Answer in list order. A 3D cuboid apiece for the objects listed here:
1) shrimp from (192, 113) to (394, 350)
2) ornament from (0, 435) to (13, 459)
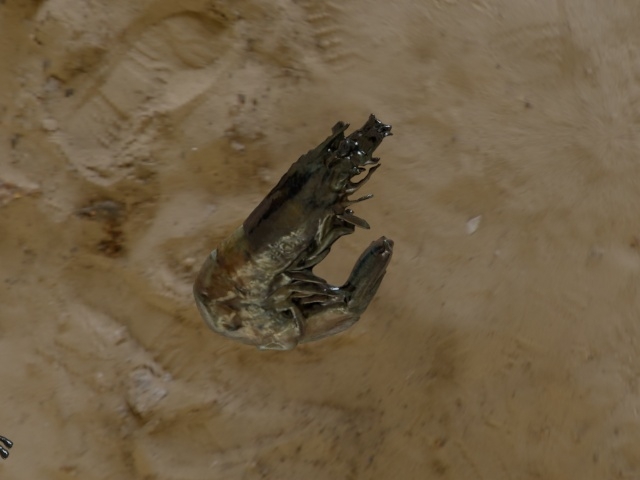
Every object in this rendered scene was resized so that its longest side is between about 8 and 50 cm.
[{"bbox_3d":[0.000,0.000,0.667,0.091,0.034,0.161,26,122,-22],"label":"shrimp"},{"bbox_3d":[-0.325,0.168,1.059,0.125,0.073,0.028,27,138,-11],"label":"ornament"}]
